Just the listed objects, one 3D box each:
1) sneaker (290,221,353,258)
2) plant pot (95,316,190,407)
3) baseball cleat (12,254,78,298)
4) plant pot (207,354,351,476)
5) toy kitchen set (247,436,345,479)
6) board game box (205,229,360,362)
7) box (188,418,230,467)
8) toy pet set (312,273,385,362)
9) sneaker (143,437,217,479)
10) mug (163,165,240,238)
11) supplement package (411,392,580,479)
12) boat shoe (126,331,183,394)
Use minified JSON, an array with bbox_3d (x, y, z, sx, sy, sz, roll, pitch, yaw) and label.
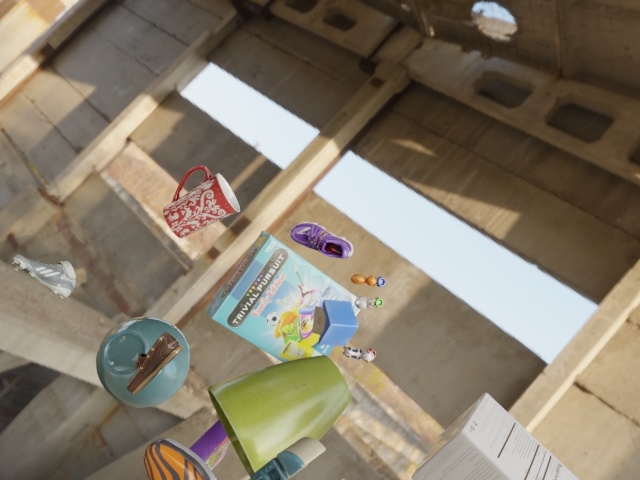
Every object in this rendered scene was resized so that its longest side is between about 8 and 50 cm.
[{"bbox_3d":[0.000,0.000,1.462,0.170,0.068,0.071,19,12,16],"label":"sneaker"},{"bbox_3d":[-0.572,0.363,1.806,0.290,0.290,0.195,41,-13,15],"label":"plant pot"},{"bbox_3d":[-0.839,0.088,1.786,0.072,0.109,0.206,6,-35,40],"label":"baseball cleat"},{"bbox_3d":[-0.081,0.411,1.423,0.275,0.293,0.275,51,-23,32],"label":"plant pot"},{"bbox_3d":[-0.058,0.455,0.971,0.122,0.207,0.166,-16,63,-51],"label":"toy kitchen set"},{"bbox_3d":[-0.086,0.174,1.524,0.336,0.254,0.079,37,-5,-25],"label":"board game box"},{"bbox_3d":[-0.355,0.628,1.578,0.057,0.293,0.201,37,-50,13],"label":"box"},{"bbox_3d":[0.051,0.107,0.809,0.114,0.122,0.065,8,-4,-25],"label":"toy pet set"},{"bbox_3d":[-0.263,0.534,1.072,0.321,0.124,0.180,55,27,9],"label":"sneaker"},{"bbox_3d":[-0.315,-0.097,1.508,0.150,0.169,0.113,65,6,34],"label":"mug"},{"bbox_3d":[0.368,0.495,1.168,0.293,0.177,0.175,44,30,15],"label":"supplement package"},{"bbox_3d":[-0.460,0.332,1.577,0.073,0.207,0.073,45,11,1],"label":"boat shoe"}]
